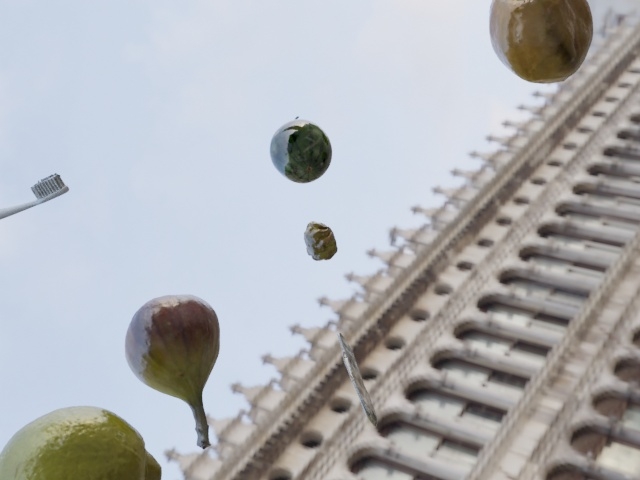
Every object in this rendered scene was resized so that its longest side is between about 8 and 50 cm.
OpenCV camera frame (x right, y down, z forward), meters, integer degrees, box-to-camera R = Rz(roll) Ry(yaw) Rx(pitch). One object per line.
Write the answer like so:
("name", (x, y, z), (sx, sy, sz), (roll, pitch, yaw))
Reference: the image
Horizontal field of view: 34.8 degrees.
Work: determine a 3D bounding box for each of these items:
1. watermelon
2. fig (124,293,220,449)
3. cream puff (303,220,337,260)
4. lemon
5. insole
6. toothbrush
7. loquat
("watermelon", (-0.032, -0.137, 1.558), (0.109, 0.109, 0.109), (-26, -58, -51))
("fig", (-0.228, 0.196, 1.556), (0.160, 0.143, 0.231), (97, 177, -84))
("cream puff", (0.000, 0.000, 2.005), (0.058, 0.083, 0.083), (-25, -90, -14))
("lemon", (-0.342, 0.317, 1.392), (0.248, 0.184, 0.184), (-5, -70, -15))
("insole", (0.071, 0.274, 2.054), (0.011, 0.248, 0.081), (-30, -53, 8))
("toothbrush", (-0.404, -0.021, 1.190), (0.025, 0.275, 0.019), (61, -156, -19))
("loquat", (0.396, -0.390, 1.850), (0.234, 0.176, 0.187), (46, -136, -35))
